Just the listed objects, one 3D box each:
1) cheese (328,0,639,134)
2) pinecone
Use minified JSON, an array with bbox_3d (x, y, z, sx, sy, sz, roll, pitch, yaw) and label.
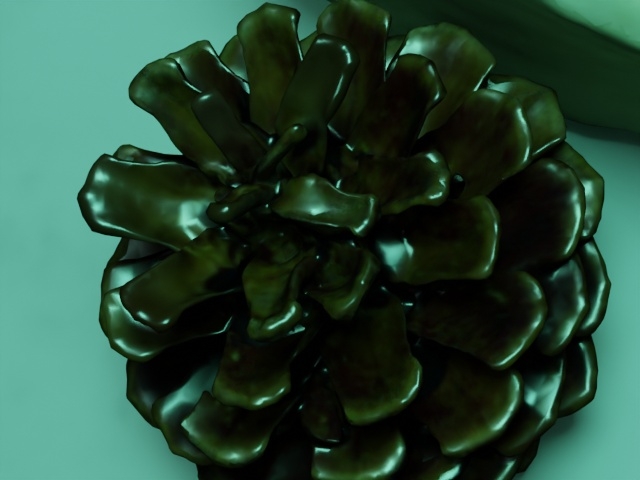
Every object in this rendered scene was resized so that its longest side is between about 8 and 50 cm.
[{"bbox_3d":[0.094,-0.191,0.621,0.332,0.153,0.292,16,81,8],"label":"cheese"},{"bbox_3d":[0.003,0.002,0.586,0.163,0.165,0.163,-6,69,17],"label":"pinecone"}]
